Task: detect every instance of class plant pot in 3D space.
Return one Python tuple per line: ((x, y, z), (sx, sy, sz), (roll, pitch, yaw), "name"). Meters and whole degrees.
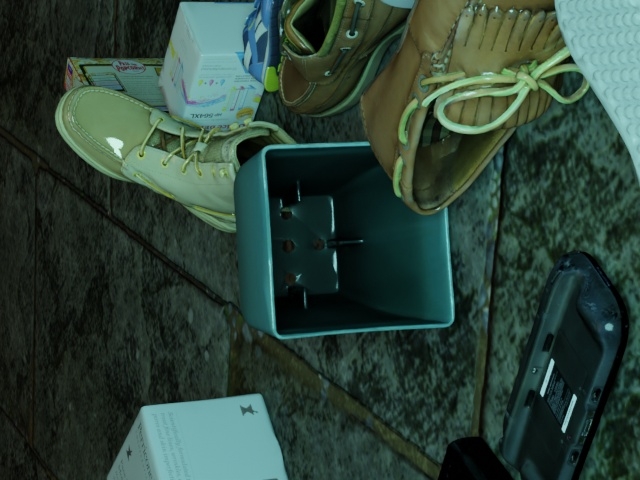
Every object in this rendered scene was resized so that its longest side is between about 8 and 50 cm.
((0.000, 0.000, 1.455), (0.234, 0.166, 0.165), (175, 91, -73), "plant pot")

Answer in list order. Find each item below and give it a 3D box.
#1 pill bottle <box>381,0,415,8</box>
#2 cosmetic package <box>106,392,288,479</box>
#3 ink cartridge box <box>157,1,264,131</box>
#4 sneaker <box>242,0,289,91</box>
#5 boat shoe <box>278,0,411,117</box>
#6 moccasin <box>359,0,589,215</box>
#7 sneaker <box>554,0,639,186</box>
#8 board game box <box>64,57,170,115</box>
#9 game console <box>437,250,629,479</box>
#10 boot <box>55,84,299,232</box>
((0.083, -0.304, 1.279), (0.119, 0.119, 0.208), (157, 108, -64), "pill bottle")
((-0.141, 0.289, 1.797), (0.183, 0.151, 0.151), (119, 140, -49), "cosmetic package")
((-0.120, -0.187, 1.769), (0.143, 0.092, 0.090), (111, 145, -44), "ink cartridge box")
((-0.054, -0.231, 1.649), (0.059, 0.053, 0.144), (38, 128, 36), "sneaker")
((0.008, -0.206, 1.469), (0.307, 0.104, 0.110), (135, 127, -59), "boat shoe")
((0.128, -0.134, 1.178), (0.380, 0.139, 0.147), (-50, 51, 56), "moccasin")
((0.252, -0.062, 0.921), (0.126, 0.128, 0.321), (117, 143, -54), "sneaker")
((-0.219, -0.163, 1.923), (0.193, 0.147, 0.045), (-123, 38, -49), "board game box")
((0.176, 0.185, 1.227), (0.213, 0.044, 0.361), (54, 140, 48), "game console")
((-0.138, -0.096, 1.650), (0.203, 0.262, 0.095), (-10, 50, 64), "boot")
